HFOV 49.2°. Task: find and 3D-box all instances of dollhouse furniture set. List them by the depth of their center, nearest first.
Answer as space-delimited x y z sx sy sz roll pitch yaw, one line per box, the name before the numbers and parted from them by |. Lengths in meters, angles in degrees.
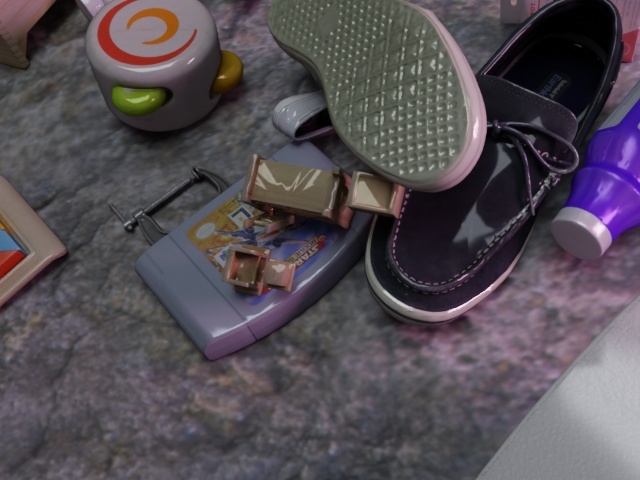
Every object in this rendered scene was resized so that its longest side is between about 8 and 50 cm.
dollhouse furniture set | 0.000 0.000 0.824 0.181 0.101 0.161 12 85 19

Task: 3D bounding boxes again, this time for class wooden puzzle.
wooden puzzle | -0.509 0.026 0.986 0.238 0.044 0.221 -41 58 -16

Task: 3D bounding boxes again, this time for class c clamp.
c clamp | -0.206 -0.053 0.986 0.160 0.022 0.137 -34 56 -10

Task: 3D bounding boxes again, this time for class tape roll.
tape roll | 0.220 0.165 0.527 0.392 0.392 0.072 -39 57 -14

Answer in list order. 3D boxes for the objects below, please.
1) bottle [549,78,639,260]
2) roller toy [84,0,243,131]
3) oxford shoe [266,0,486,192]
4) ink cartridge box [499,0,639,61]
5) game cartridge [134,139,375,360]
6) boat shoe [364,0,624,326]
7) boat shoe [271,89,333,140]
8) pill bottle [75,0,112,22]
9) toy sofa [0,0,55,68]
bottle | 0.378 -0.096 0.831 0.283 0.118 0.092 -47 16 -18
roller toy | -0.243 -0.270 1.061 0.209 0.146 0.191 -35 66 -18
oxford shoe | 0.072 -0.204 0.847 0.169 0.130 0.449 -48 43 14
ink cartridge box | 0.348 -0.323 0.986 0.198 0.115 0.067 11 60 20
game cartridge | -0.070 0.006 0.900 0.297 0.062 0.198 -39 54 -14
boat shoe | 0.217 -0.116 0.847 0.186 0.156 0.500 33 69 18
boat shoe | 0.024 -0.185 0.976 0.184 0.066 0.063 -19 50 -29
pill bottle | -0.354 -0.446 1.238 0.152 0.086 0.086 -40 58 -15
toy sofa | -0.522 -0.500 1.256 0.150 0.177 0.363 18 64 22
